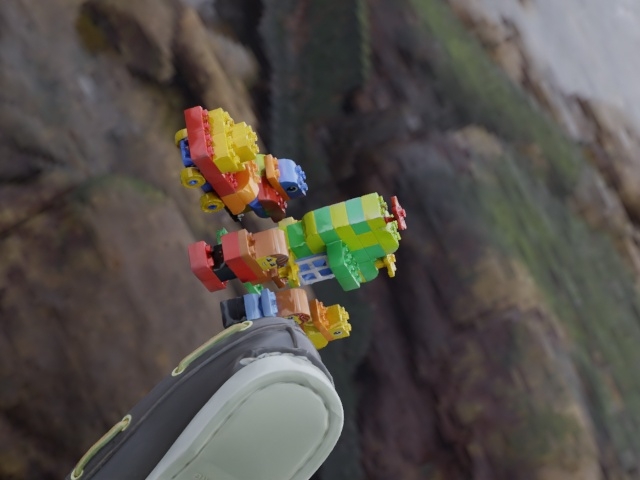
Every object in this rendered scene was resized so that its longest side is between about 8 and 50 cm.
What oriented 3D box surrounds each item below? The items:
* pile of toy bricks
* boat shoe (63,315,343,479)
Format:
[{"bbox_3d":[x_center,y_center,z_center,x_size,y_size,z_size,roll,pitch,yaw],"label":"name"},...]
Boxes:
[{"bbox_3d":[0.000,0.000,1.077,0.212,0.105,0.118,54,23,-60],"label":"pile of toy bricks"},{"bbox_3d":[-0.083,0.128,0.904,0.081,0.228,0.069,42,12,-28],"label":"boat shoe"}]
